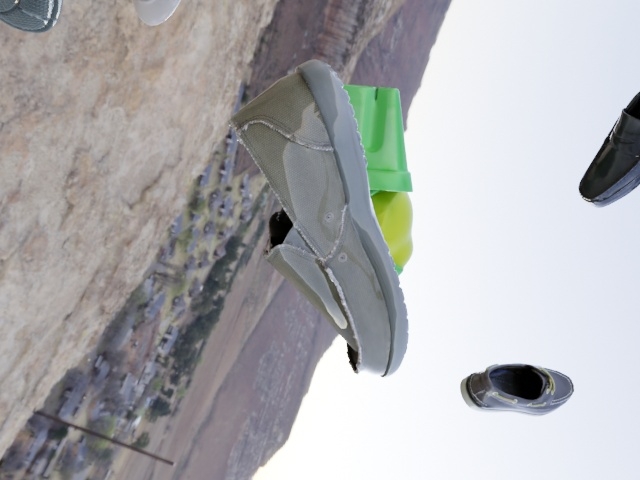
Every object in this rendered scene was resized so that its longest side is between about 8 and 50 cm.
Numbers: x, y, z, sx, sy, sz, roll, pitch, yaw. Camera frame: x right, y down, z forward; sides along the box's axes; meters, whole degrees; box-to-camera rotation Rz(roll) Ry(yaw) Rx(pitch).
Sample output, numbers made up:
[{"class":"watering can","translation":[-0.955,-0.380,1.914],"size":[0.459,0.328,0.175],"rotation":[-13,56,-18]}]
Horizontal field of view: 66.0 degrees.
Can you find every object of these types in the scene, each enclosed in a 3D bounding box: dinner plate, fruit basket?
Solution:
[{"class":"dinner plate","translation":[-0.208,-0.348,0.627],"size":[0.017,0.141,0.141],"rotation":[2,111,-51]},{"class":"fruit basket","translation":[0.053,-0.104,0.953],"size":[0.392,0.283,0.391],"rotation":[5,90,-89]}]

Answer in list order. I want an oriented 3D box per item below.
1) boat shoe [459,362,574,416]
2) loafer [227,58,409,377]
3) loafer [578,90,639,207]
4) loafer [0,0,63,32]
[{"class":"boat shoe","translation":[0.345,0.246,0.821],"size":[0.068,0.228,0.081],"rotation":[124,-37,-48]},{"class":"loafer","translation":[0.000,0.000,0.374],"size":[0.094,0.088,0.251],"rotation":[-118,-170,-71]},{"class":"loafer","translation":[0.408,-0.143,0.632],"size":[0.223,0.078,0.076],"rotation":[-60,-149,27]},{"class":"loafer","translation":[-0.264,-0.297,0.401],"size":[0.267,0.096,0.084],"rotation":[116,-21,-63]}]
